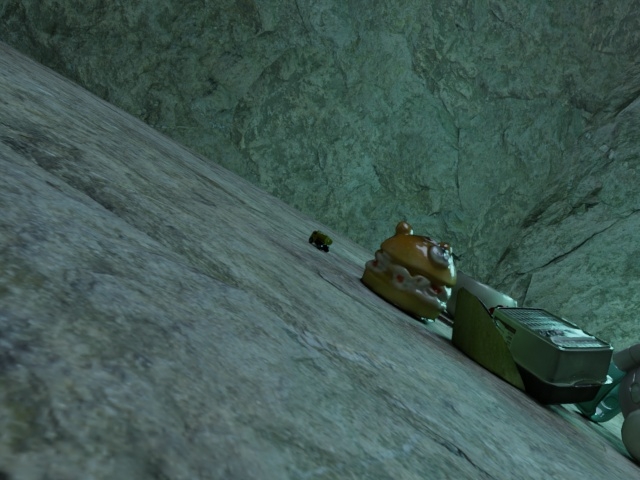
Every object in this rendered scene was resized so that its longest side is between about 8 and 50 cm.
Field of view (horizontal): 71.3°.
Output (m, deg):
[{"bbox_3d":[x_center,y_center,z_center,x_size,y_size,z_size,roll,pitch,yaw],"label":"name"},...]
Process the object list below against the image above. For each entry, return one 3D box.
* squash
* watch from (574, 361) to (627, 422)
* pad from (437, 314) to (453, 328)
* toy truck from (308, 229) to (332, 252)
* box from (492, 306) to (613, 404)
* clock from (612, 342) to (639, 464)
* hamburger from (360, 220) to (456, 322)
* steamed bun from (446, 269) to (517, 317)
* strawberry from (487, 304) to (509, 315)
[{"bbox_3d":[0.436,0.244,1.178,0.204,0.155,0.237,27,4,-20],"label":"squash"},{"bbox_3d":[0.867,0.454,1.333,0.068,0.237,0.195,51,-10,53],"label":"watch"},{"bbox_3d":[0.496,0.320,1.648,0.267,0.004,0.181,32,4,16],"label":"pad"},{"bbox_3d":[0.000,0.000,1.576,0.049,0.054,0.083,26,6,-44],"label":"toy truck"},{"bbox_3d":[0.595,0.299,1.192,0.221,0.166,0.290,3,15,-17],"label":"box"},{"bbox_3d":[0.915,0.459,1.123,0.342,0.325,0.184,28,-37,-2],"label":"clock"},{"bbox_3d":[0.285,0.090,1.348,0.277,0.236,0.276,28,5,-3],"label":"hamburger"},{"bbox_3d":[0.672,0.279,1.941,0.324,0.206,0.324,28,4,-2],"label":"steamed bun"},{"bbox_3d":[0.684,0.341,1.620,0.185,0.186,0.201,-3,20,6],"label":"strawberry"}]
